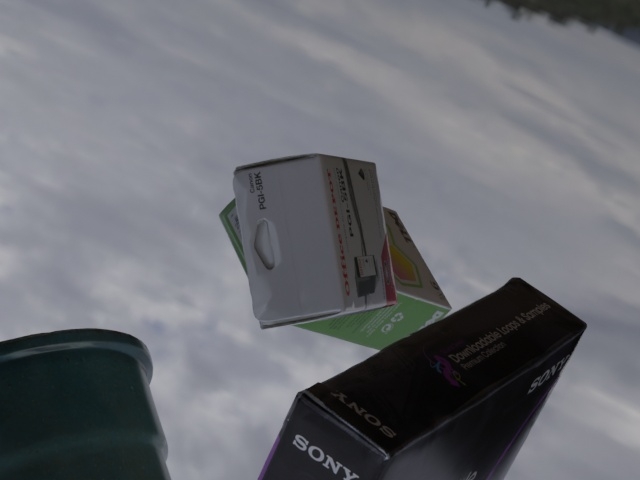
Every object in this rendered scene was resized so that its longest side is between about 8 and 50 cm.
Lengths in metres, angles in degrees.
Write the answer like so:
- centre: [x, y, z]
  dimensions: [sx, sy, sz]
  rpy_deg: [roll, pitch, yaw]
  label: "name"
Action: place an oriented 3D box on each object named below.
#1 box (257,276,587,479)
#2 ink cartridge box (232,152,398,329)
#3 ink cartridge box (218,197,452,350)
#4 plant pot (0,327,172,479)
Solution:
- centre: [0.004, 0.093, 0.400]
  dimensions: [0.029, 0.162, 0.116]
  rpy_deg: [32, -154, 21]
  label: "box"
- centre: [0.000, 0.000, 0.968]
  dimensions: [0.056, 0.099, 0.135]
  rpy_deg: [-10, 178, 16]
  label: "ink cartridge box"
- centre: [0.030, 0.023, 1.191]
  dimensions: [0.209, 0.062, 0.109]
  rpy_deg: [19, -147, -44]
  label: "ink cartridge box"
- centre: [-0.226, 0.296, 1.218]
  dimensions: [0.341, 0.341, 0.334]
  rpy_deg: [4, -127, -55]
  label: "plant pot"
